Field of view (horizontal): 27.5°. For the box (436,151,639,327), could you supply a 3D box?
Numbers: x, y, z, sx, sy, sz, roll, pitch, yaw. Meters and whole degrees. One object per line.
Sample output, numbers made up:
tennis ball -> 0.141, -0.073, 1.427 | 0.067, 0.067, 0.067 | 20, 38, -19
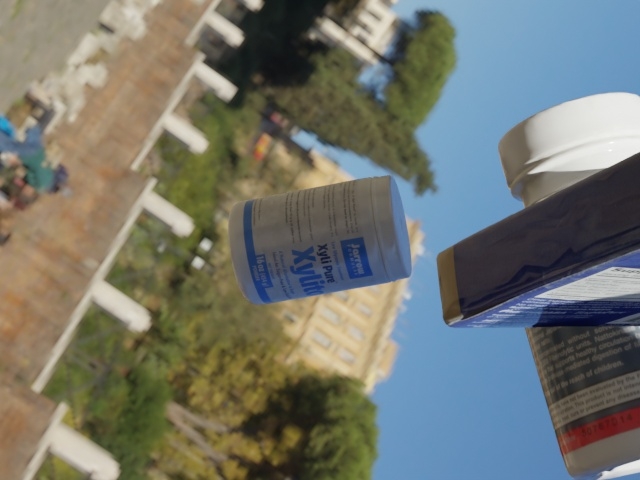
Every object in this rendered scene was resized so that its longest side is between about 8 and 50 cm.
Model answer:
box -> 0.154, -0.007, 0.443 | 0.225, 0.136, 0.036 | 151, -63, -62

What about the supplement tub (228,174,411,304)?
supplement tub -> 0.000, 0.000, 0.840 | 0.107, 0.071, 0.071 | -11, -157, 11

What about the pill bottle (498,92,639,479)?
pill bottle -> 0.153, 0.022, 0.662 | 0.108, 0.108, 0.180 | -40, -120, 56
